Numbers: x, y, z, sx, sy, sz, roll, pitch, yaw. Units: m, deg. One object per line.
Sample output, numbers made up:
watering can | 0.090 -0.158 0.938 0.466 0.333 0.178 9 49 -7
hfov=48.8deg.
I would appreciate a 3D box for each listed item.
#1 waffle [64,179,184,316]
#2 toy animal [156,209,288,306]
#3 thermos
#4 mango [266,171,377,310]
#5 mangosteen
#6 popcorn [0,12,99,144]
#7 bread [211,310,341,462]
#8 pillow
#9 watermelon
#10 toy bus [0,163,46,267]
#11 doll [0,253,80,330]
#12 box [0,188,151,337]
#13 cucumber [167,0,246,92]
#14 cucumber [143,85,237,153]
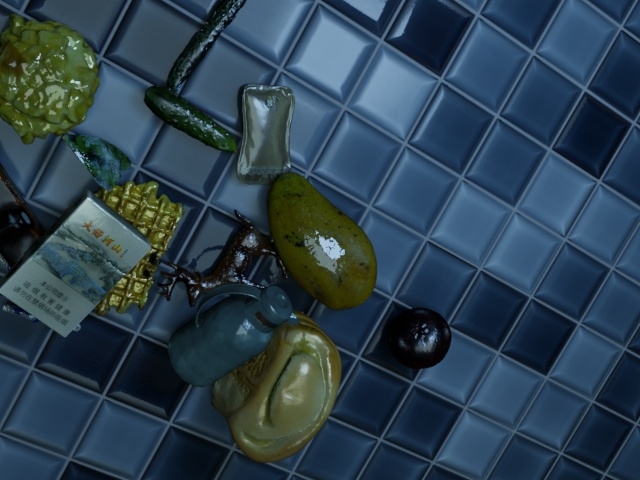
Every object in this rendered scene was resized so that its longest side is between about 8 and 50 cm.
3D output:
waffle | -0.423 0.016 1.503 0.310 0.065 0.283 -23 105 -4
toy animal | -0.208 0.061 1.567 0.260 0.087 0.243 28 82 -17
thermos | -0.194 0.182 1.489 0.286 0.145 0.182 -36 122 28
mango | -0.001 0.005 1.548 0.176 0.176 0.329 -28 113 28
mangosteen | 0.238 0.235 1.678 0.153 0.152 0.152 -3 103 -13
popcorn | -0.536 -0.306 1.340 0.217 0.181 0.235 33 88 -14
bread | -0.072 0.325 1.561 0.211 0.270 0.315 32 88 -32
pillow | -0.116 -0.228 1.533 0.130 0.033 0.217 0 103 -26
watermelon | -0.453 -0.157 1.411 0.080 0.101 0.155 -7 149 10
toy bus | -0.678 -0.135 1.390 0.093 0.092 0.408 -28 108 -4
doll | -0.602 0.121 1.488 0.227 0.057 0.114 34 89 -16
box | -0.489 0.047 1.413 0.256 0.069 0.164 -46 117 1
cucumber | -0.240 -0.414 1.459 0.044 0.043 0.256 37 93 -13
cucumber | -0.266 -0.249 1.478 0.227 0.069 0.069 31 94 -21
